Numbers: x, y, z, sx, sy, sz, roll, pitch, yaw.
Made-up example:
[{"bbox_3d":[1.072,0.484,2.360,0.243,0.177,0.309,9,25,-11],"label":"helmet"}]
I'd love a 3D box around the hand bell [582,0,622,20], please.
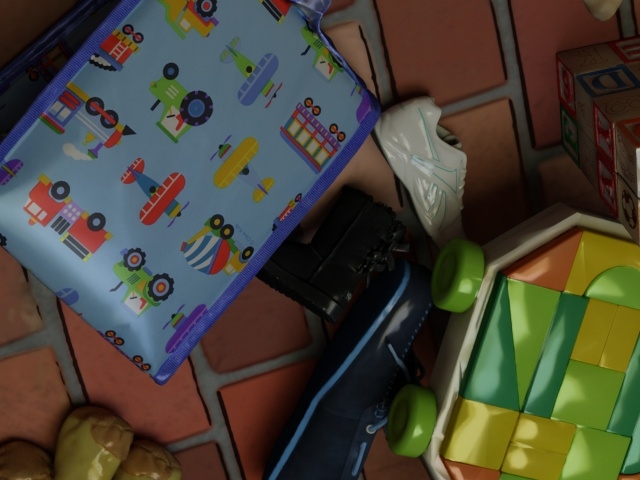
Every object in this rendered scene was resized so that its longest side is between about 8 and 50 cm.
[{"bbox_3d":[0.102,-0.243,1.408,0.242,0.126,0.126,11,116,-8],"label":"hand bell"}]

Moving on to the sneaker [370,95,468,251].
[{"bbox_3d":[0.092,-0.046,1.531,0.061,0.053,0.152,-29,122,-1],"label":"sneaker"}]

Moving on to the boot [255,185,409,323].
[{"bbox_3d":[0.000,0.000,1.526,0.099,0.121,0.045,-52,157,-14],"label":"boot"}]

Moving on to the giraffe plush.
[{"bbox_3d":[-0.195,0.264,1.557,0.210,0.170,0.181,-42,121,10],"label":"giraffe plush"}]

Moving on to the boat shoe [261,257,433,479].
[{"bbox_3d":[0.039,0.124,1.591,0.089,0.109,0.258,26,125,-7],"label":"boat shoe"}]

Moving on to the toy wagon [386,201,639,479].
[{"bbox_3d":[0.188,0.149,1.524,0.267,0.068,0.344,14,99,-19],"label":"toy wagon"}]

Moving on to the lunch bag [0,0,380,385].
[{"bbox_3d":[-0.102,-0.084,1.424,0.293,0.138,0.221,-44,118,0],"label":"lunch bag"}]

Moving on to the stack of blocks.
[{"bbox_3d":[0.351,-0.103,1.502,0.297,0.171,0.087,-13,122,-9],"label":"stack of blocks"}]
